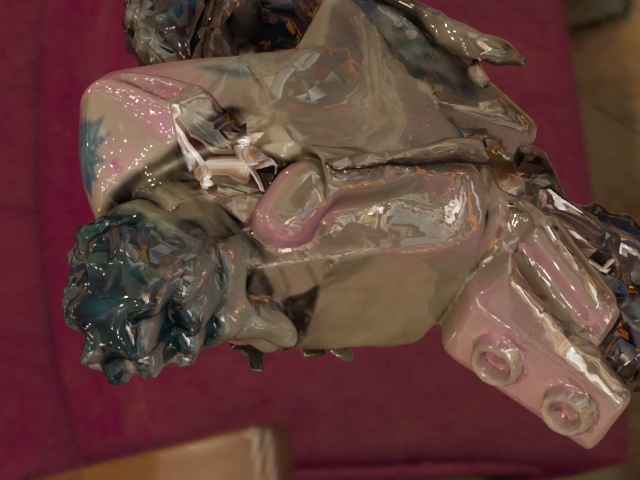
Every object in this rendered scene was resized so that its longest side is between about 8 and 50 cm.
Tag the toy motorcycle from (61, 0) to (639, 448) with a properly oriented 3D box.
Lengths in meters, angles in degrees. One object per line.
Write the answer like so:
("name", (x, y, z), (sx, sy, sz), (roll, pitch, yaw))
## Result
("toy motorcycle", (-0.002, 0.004, 0.621), (0.239, 0.204, 0.108), (25, 133, 20))
